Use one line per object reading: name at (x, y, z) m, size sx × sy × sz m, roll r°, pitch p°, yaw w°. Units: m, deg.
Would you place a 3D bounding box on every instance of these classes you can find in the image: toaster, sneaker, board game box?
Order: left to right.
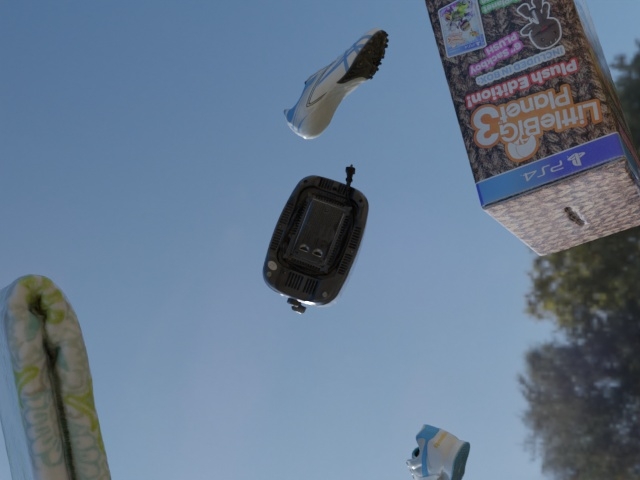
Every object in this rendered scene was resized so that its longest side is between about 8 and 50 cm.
toaster at (0.000, 0.000, 1.459) m, size 0.146 × 0.129 × 0.227 m, roll 73°, pitch -144°, yaw -78°
sneaker at (0.026, -0.286, 1.666) m, size 0.237 × 0.086 × 0.085 m, roll -48°, pitch -28°, yaw 2°
sneaker at (0.206, 0.420, 1.725) m, size 0.087 × 0.092 × 0.229 m, roll -41°, pitch -31°, yaw -41°
board game box at (0.235, -0.159, 1.017) m, size 0.232 × 0.141 × 0.291 m, roll 26°, pitch -132°, yaw -60°

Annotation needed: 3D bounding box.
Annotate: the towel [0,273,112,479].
towel at (-0.307, 0.228, 1.092) m, size 0.090 × 0.320 × 0.375 m, roll -11°, pitch -91°, yaw -25°
